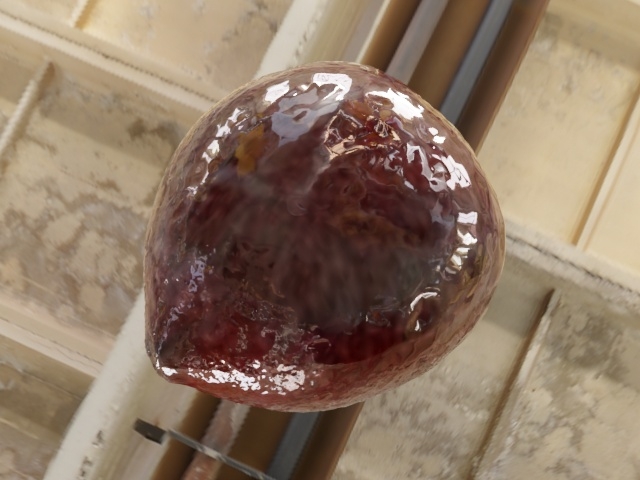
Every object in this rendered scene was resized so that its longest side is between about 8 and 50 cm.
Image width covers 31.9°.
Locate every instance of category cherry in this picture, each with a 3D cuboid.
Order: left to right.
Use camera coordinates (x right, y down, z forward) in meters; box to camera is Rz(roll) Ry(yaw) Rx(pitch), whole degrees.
[{"bbox_3d":[0.000,0.000,0.745,0.230,0.203,0.300,50,-132,-1],"label":"cherry"}]
